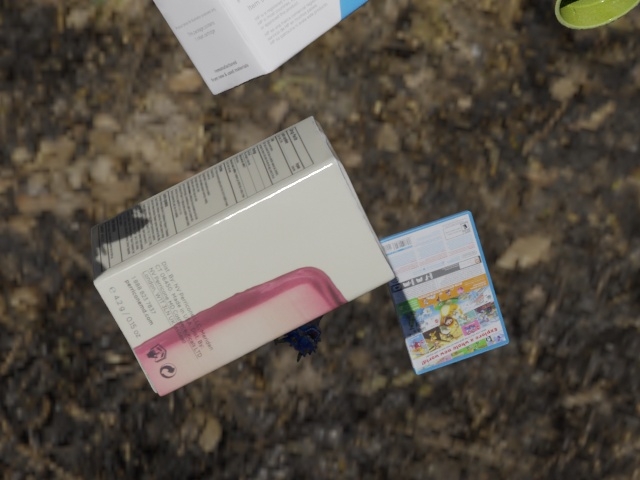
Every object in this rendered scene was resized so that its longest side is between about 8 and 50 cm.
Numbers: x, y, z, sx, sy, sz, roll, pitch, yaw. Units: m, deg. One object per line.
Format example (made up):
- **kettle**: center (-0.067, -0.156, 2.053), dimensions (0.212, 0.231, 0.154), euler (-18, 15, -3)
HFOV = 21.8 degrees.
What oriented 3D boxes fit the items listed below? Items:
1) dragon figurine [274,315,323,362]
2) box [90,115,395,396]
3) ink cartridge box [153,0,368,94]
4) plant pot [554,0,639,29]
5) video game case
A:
- **dragon figurine**: center (-0.007, 0.054, 1.863), dimensions (0.144, 0.289, 0.085), euler (-45, 94, 3)
- **box**: center (-0.072, 0.011, 1.456), dimensions (0.232, 0.127, 0.148), euler (-26, 21, 1)
- **ink cartridge box**: center (-0.114, -0.440, 2.199), dimensions (0.285, 0.166, 0.395), euler (-39, 103, -29)
- **plant pot**: center (0.218, -0.230, 1.365), dimensions (0.083, 0.083, 0.079), euler (-11, 58, -16)
- **video game case**: center (0.143, 0.061, 1.950), dimensions (0.119, 0.166, 0.015), euler (-18, 9, -8)
